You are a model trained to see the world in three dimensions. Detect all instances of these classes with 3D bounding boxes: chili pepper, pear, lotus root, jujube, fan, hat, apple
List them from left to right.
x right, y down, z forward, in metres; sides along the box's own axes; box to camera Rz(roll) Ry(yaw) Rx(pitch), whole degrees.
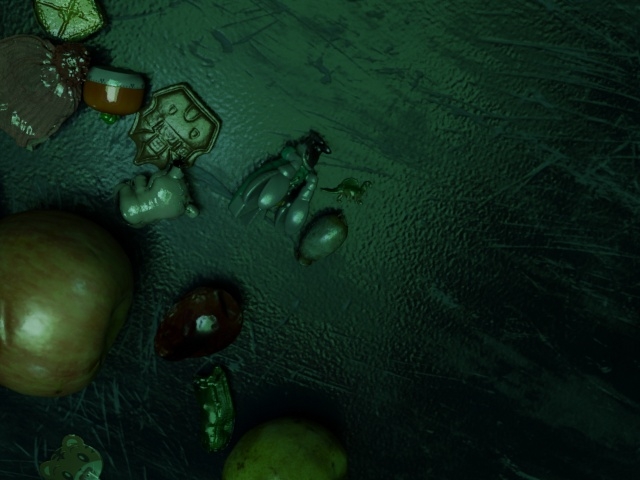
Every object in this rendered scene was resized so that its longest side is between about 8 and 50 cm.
[{"bbox_3d":[-0.603,-0.346,1.590,0.286,0.107,0.236,-21,106,28],"label":"hat"},{"bbox_3d":[-0.593,0.126,1.574,0.346,0.391,0.391,25,102,-6],"label":"apple"},{"bbox_3d":[-0.596,0.602,1.882,0.227,0.008,0.152,38,99,-9],"label":"fan"},{"bbox_3d":[-0.290,0.206,1.723,0.236,0.168,0.168,-38,103,25],"label":"jujube"},{"bbox_3d":[-0.263,0.413,1.820,0.098,0.061,0.224,-6,101,-15],"label":"chili pepper"},{"bbox_3d":[-0.088,0.575,1.754,0.304,0.304,0.304,0,104,-2],"label":"pear"},{"bbox_3d":[-0.002,-0.001,1.717,0.165,0.088,0.088,-41,102,18],"label":"lotus root"}]

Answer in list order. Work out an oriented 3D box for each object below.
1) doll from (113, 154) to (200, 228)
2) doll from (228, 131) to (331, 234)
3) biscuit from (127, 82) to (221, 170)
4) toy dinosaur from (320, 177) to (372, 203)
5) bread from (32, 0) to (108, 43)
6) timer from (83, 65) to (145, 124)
[{"bbox_3d":[-0.373,-0.097,1.666,0.192,0.095,0.149,-20,114,1],"label":"doll"},{"bbox_3d":[-0.091,-0.124,1.639,0.195,0.153,0.258,8,122,-41],"label":"doll"},{"bbox_3d":[-0.344,-0.240,1.665,0.215,0.034,0.182,-41,102,8],"label":"biscuit"},{"bbox_3d":[0.060,-0.118,1.720,0.120,0.029,0.060,7,88,2],"label":"toy dinosaur"},{"bbox_3d":[-0.539,-0.489,1.578,0.140,0.069,0.128,-25,105,0],"label":"bread"},{"bbox_3d":[-0.455,-0.316,1.614,0.136,0.099,0.136,3,112,7],"label":"timer"}]
